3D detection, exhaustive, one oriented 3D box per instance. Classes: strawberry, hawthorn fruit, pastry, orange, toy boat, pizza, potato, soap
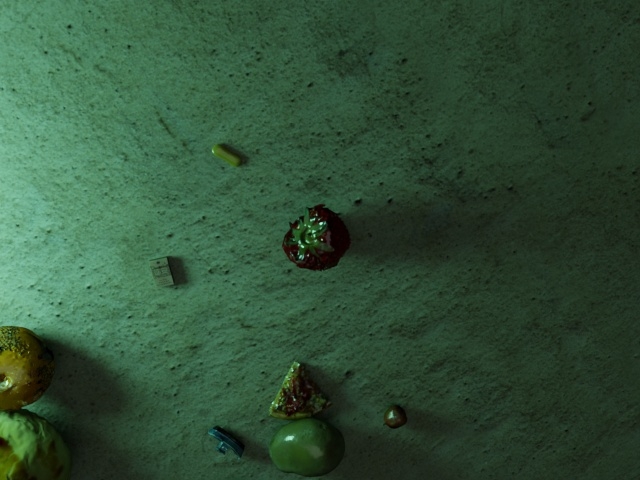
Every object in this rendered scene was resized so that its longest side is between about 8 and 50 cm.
[{"bbox_3d":[0.000,0.000,1.672,0.202,0.184,0.186,23,77,-50],"label":"strawberry"},{"bbox_3d":[0.240,0.567,1.888,0.077,0.077,0.077,-2,103,-9],"label":"hawthorn fruit"},{"bbox_3d":[-0.880,0.650,1.587,0.389,0.312,0.388,-5,106,-16],"label":"pastry"},{"bbox_3d":[-0.845,0.348,1.591,0.235,0.182,0.234,-7,105,-25],"label":"orange"},{"bbox_3d":[-0.291,0.628,1.817,0.137,0.060,0.060,43,74,-22],"label":"toy boat"},{"bbox_3d":[-0.073,0.472,1.820,0.201,0.053,0.193,-15,105,-5],"label":"pizza"},{"bbox_3d":[-0.042,0.638,1.813,0.235,0.160,0.177,-12,80,9],"label":"potato"},{"bbox_3d":[-0.260,-0.237,1.644,0.089,0.012,0.034,30,97,-14],"label":"soap"}]

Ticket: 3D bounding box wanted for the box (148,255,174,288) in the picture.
[{"bbox_3d":[-0.453,0.091,1.683,0.053,0.024,0.083,-14,106,-6],"label":"box"}]
